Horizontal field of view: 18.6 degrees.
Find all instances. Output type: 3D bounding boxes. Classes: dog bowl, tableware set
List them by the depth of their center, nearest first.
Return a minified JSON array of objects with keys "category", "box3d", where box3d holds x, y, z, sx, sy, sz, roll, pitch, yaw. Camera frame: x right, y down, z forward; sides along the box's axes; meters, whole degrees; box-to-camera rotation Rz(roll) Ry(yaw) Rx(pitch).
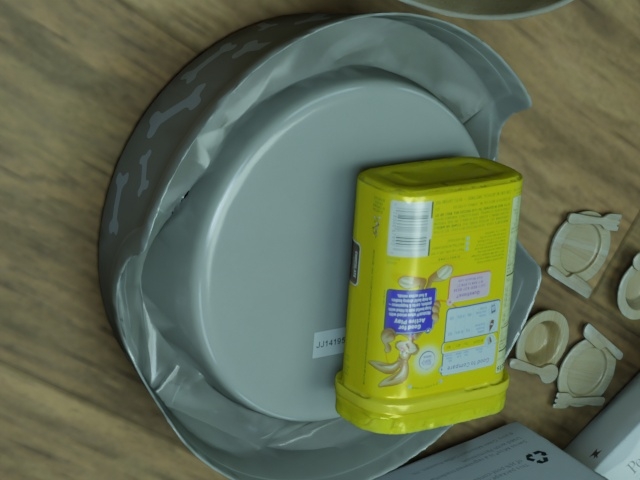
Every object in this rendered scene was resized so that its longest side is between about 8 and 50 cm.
[{"category":"dog bowl","box3d":[0.000,0.000,1.374,0.348,0.102,0.349,-14,116,-30]},{"category":"tableware set","box3d":[0.221,0.060,1.613,0.141,0.020,0.169,24,93,-40]}]

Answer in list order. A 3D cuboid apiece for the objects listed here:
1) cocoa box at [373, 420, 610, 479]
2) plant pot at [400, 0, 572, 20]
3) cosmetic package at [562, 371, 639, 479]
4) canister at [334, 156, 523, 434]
[{"category":"cocoa box","box3d":[0.087,0.329,1.487,0.347,0.231,0.228,-18,121,-30]},{"category":"plant pot","box3d":[0.104,-0.309,1.237,0.191,0.284,0.284,-55,134,-33]},{"category":"cosmetic package","box3d":[0.429,0.164,1.673,0.377,0.097,0.284,-44,103,-9]},{"category":"canister","box3d":[0.075,0.035,1.331,0.126,0.073,0.170,-8,112,-34]}]
